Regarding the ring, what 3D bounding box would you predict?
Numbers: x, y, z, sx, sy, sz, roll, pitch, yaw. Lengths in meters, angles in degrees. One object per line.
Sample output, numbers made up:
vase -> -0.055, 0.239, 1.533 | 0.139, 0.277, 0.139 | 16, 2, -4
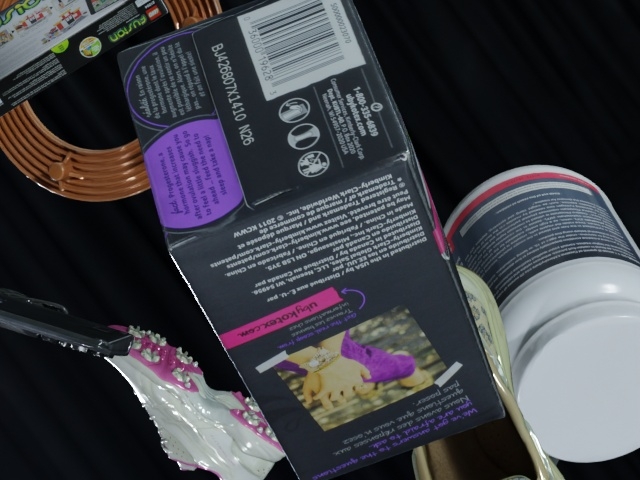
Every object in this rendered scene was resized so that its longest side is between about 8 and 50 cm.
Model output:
ring -> -0.262, -0.212, 2.220 | 0.337, 0.336, 0.032 | -37, 168, 22

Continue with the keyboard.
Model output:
keyboard -> -0.348, 0.066, 1.994 | 0.201, 0.317, 0.033 | -12, 120, -83

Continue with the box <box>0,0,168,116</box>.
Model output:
box -> -0.256, -0.198, 1.833 | 0.207, 0.036, 0.114 | -32, -141, -3

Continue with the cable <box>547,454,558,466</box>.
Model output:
cable -> 0.265, 0.191, 2.208 | 0.072, 0.139, 0.287 | 9, 144, -42

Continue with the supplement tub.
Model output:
supplement tub -> 0.233, 0.067, 1.873 | 0.191, 0.191, 0.272 | -36, -148, 11

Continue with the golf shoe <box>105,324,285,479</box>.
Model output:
golf shoe -> -0.194, 0.238, 2.658 | 0.140, 0.306, 0.115 | -55, 178, 17

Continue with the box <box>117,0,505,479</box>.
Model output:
box -> 0.000, 0.000, 1.165 | 0.143, 0.165, 0.270 | -20, 141, 3

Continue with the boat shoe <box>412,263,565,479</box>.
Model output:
boat shoe -> 0.108, 0.154, 1.384 | 0.105, 0.285, 0.089 | -23, 169, 16
